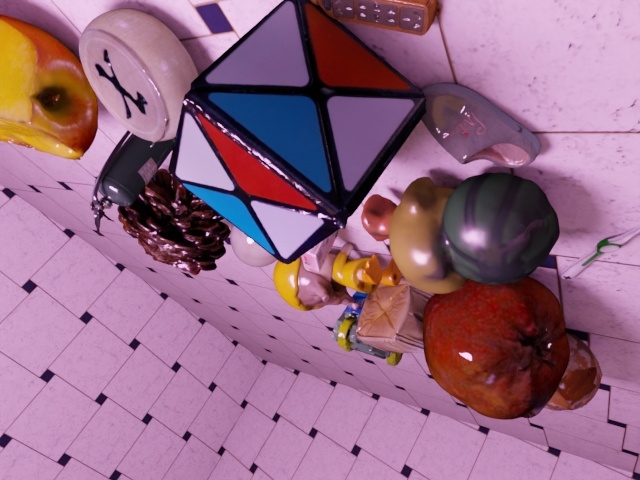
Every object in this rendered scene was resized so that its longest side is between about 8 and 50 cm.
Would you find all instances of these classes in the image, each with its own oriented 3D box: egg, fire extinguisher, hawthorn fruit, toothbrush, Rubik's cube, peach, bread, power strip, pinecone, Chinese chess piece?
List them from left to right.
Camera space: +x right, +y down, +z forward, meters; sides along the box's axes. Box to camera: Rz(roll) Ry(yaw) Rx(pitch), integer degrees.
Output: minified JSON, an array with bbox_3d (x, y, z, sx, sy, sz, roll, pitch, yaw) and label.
[{"bbox_3d":[-0.654,-0.316,1.017,0.381,0.242,0.306,6,173,12],"label":"peach"},{"bbox_3d":[-0.408,-0.153,1.032,0.093,0.294,0.118,20,155,16],"label":"fire extinguisher"},{"bbox_3d":[-0.315,-0.284,0.852,0.238,0.092,0.237,26,143,21],"label":"Chinese chess piece"},{"bbox_3d":[-0.367,-0.060,1.254,0.298,0.242,0.296,30,147,-7],"label":"pinecone"},{"bbox_3d":[-0.162,-0.005,1.273,0.151,0.151,0.209,27,162,-2],"label":"egg"},{"bbox_3d":[-0.040,-0.147,0.701,0.250,0.246,0.248,38,155,-5],"label":"Rubik's cube"},{"bbox_3d":[0.060,-0.296,0.602,0.178,0.028,0.049,19,156,17],"label":"power strip"},{"bbox_3d":[0.206,0.200,1.279,0.110,0.192,0.210,29,155,-24],"label":"bread"},{"bbox_3d":[0.349,0.213,1.025,0.308,0.308,0.325,38,143,-25],"label":"hawthorn fruit"},{"bbox_3d":[0.544,0.299,1.152,0.233,0.195,0.195,38,157,4],"label":"egg"},{"bbox_3d":[0.484,0.013,0.816,0.030,0.030,0.304,22,156,8],"label":"toothbrush"}]

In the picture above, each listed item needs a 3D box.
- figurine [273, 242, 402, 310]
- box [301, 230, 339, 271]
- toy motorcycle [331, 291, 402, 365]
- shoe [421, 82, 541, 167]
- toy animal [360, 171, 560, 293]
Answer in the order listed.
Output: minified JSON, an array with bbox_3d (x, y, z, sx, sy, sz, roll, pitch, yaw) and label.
[{"bbox_3d":[0.031,0.092,1.266,0.344,0.187,0.215,-9,152,42],"label":"figurine"},{"bbox_3d":[0.000,0.000,1.152,0.043,0.125,0.089,20,155,16],"label":"box"},{"bbox_3d":[0.144,0.255,1.478,0.191,0.199,0.326,12,164,28],"label":"toy motorcycle"},{"bbox_3d":[0.220,-0.148,0.688,0.195,0.078,0.079,26,157,-7],"label":"shoe"},{"bbox_3d":[0.230,-0.002,0.835,0.216,0.191,0.338,41,152,-30],"label":"toy animal"}]
